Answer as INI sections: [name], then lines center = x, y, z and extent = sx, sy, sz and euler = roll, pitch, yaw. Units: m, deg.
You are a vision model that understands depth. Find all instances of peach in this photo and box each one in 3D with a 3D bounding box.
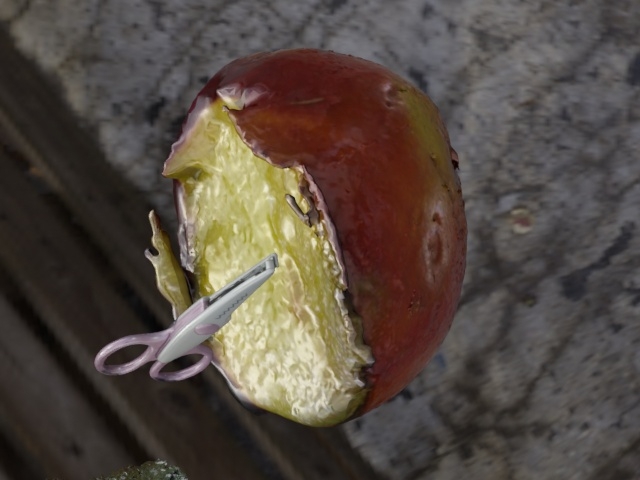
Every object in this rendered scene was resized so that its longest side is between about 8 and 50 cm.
[peach]
center = 0.000, 0.000, 1.913
extent = 0.339, 0.353, 0.416
euler = -36, 39, 56

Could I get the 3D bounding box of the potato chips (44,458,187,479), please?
[potato chips]
center = -0.206, 0.275, 1.775
extent = 0.209, 0.026, 0.142
euler = 14, 55, 30

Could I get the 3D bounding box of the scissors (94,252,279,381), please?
[scissors]
center = -0.081, 0.055, 1.175
extent = 0.176, 0.085, 0.022
euler = -38, 51, 41
